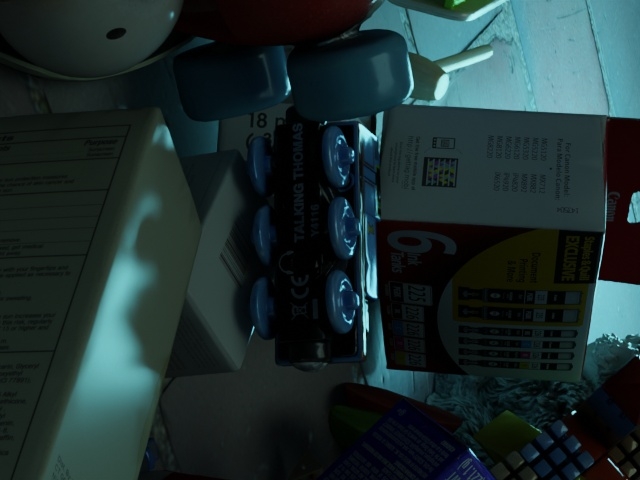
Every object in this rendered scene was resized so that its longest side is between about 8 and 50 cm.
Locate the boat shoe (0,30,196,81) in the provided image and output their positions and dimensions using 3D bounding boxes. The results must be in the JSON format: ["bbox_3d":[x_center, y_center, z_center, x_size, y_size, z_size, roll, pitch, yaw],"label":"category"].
[{"bbox_3d":[-0.180,-0.213,1.037,0.500,0.156,0.187,-2,84,-64],"label":"boat shoe"}]

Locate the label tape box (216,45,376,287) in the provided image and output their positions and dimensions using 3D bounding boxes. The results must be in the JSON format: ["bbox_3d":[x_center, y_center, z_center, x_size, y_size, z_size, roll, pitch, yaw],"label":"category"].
[{"bbox_3d":[-0.014,-0.105,1.273,0.240,0.105,0.334,24,68,-82],"label":"label tape box"}]

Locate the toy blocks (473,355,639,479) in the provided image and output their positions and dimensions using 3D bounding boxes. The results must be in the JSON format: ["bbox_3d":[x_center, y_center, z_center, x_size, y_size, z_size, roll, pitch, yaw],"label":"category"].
[{"bbox_3d":[0.186,0.252,1.403,0.191,0.381,0.261,51,-17,13],"label":"toy blocks"}]

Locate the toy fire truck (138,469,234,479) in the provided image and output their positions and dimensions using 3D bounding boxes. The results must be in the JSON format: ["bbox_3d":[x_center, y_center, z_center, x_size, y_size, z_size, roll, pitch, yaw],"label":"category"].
[{"bbox_3d":[-0.130,0.219,0.911,0.302,0.254,0.169,-30,111,-48],"label":"toy fire truck"}]

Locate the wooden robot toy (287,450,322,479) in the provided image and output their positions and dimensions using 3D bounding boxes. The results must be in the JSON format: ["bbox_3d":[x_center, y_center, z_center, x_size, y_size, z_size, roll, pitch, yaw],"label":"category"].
[{"bbox_3d":[-0.021,0.278,1.356,0.079,0.076,0.173,-14,95,-26],"label":"wooden robot toy"}]

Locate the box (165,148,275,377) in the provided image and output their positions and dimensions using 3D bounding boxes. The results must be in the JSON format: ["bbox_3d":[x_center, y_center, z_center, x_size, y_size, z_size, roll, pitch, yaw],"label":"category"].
[{"bbox_3d":[-0.128,0.022,1.066,0.091,0.170,0.130,60,36,-36],"label":"box"}]

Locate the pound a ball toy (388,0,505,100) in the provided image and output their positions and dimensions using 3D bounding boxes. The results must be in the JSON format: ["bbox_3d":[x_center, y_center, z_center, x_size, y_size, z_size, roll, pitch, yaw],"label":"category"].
[{"bbox_3d":[0.142,-0.299,1.722,0.319,0.135,0.208,-37,143,-58],"label":"pound a ball toy"}]

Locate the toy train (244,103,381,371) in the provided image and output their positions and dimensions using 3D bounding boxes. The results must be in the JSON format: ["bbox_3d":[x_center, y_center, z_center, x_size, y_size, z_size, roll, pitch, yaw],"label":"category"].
[{"bbox_3d":[0.000,0.000,1.050,0.105,0.080,0.184,25,61,-66],"label":"toy train"}]

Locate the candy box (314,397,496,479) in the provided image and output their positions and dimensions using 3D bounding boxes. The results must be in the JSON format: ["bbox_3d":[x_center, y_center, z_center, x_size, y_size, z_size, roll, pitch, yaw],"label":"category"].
[{"bbox_3d":[0.044,0.327,1.148,0.317,0.122,0.268,-43,114,-7],"label":"candy box"}]

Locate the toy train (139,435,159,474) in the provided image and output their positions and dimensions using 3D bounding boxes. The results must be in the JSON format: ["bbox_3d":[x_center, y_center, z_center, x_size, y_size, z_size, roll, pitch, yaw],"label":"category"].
[{"bbox_3d":[-0.161,0.178,1.115,0.158,0.036,0.027,-39,118,-58],"label":"toy train"}]

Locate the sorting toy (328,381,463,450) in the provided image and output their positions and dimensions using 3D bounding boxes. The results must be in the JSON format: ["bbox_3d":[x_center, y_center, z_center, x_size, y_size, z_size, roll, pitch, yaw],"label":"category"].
[{"bbox_3d":[0.053,0.219,1.376,0.365,0.127,0.126,-38,146,-85],"label":"sorting toy"}]

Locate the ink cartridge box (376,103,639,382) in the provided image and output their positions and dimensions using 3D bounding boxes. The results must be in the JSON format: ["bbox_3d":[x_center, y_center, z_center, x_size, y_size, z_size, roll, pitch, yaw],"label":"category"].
[{"bbox_3d":[0.194,0.012,1.466,0.309,0.271,0.130,80,15,-60],"label":"ink cartridge box"}]

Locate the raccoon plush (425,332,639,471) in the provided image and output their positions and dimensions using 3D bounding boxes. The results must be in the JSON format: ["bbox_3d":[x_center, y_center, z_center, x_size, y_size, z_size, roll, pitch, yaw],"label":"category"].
[{"bbox_3d":[0.273,0.281,1.637,0.216,0.299,0.446,52,41,-45],"label":"raccoon plush"}]

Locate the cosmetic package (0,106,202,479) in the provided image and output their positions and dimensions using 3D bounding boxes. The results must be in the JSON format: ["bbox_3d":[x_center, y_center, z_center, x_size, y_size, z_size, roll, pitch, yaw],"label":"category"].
[{"bbox_3d":[-0.179,0.069,0.858,0.309,0.160,0.113,-78,159,-44],"label":"cosmetic package"}]

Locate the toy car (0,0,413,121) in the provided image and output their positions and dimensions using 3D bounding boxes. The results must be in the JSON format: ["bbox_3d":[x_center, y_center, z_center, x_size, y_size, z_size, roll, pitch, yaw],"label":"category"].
[{"bbox_3d":[-0.094,-0.155,0.862,0.238,0.210,0.219,-26,111,-40],"label":"toy car"}]
